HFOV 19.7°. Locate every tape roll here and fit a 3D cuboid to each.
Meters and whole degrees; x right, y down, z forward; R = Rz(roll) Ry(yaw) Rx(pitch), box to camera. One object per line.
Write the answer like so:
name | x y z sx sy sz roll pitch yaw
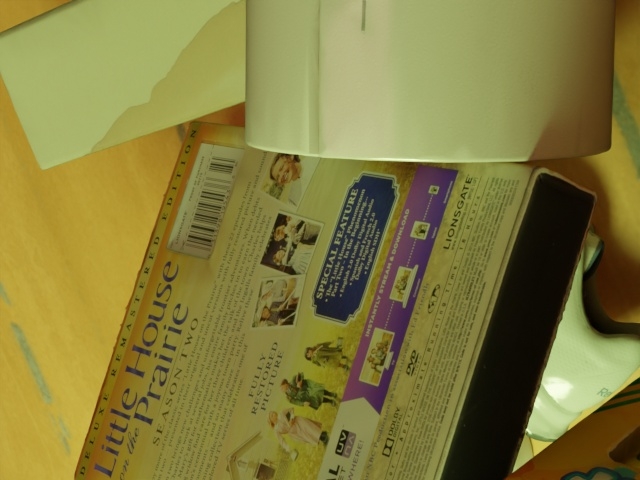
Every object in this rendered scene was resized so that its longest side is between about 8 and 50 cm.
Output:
tape roll | 0.072 -0.146 1.210 0.246 0.246 0.169 7 100 40

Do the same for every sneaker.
sneaker | 0.136 -0.003 1.366 0.129 0.111 0.297 -35 84 24

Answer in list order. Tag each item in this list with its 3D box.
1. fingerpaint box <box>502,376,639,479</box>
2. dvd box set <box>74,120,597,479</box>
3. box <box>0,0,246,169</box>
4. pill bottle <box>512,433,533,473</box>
fingerpaint box | 0.349 0.228 1.076 0.445 0.371 0.163 22 124 34
dvd box set | -0.011 0.080 1.282 0.420 0.062 0.307 11 82 55
box | -0.106 -0.160 1.458 0.311 0.148 0.121 -14 100 46
pill bottle | 0.055 0.206 1.419 0.136 0.246 0.136 20 122 35
